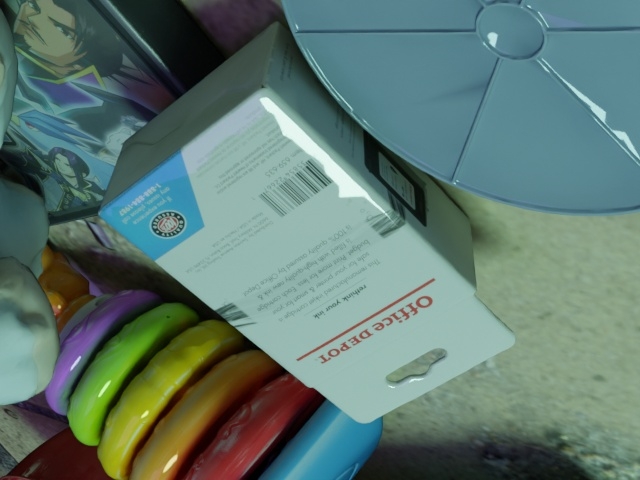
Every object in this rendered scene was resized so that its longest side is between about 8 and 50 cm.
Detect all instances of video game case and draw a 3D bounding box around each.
[{"bbox_3d":[-0.185,-0.117,0.533,0.248,0.035,0.275,-9,132,45],"label":"video game case"}]

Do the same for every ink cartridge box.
[{"bbox_3d":[0.000,0.000,0.487,0.104,0.060,0.180,-33,120,26],"label":"ink cartridge box"}]

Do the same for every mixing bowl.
[{"bbox_3d":[-0.204,0.235,0.985,0.181,0.098,0.181,20,147,13],"label":"mixing bowl"}]

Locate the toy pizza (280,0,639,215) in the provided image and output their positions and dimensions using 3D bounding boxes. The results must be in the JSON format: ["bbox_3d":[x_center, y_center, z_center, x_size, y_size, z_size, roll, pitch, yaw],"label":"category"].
[{"bbox_3d":[0.075,-0.085,0.375,0.201,0.032,0.201,22,148,14],"label":"toy pizza"}]

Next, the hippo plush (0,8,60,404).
[{"bbox_3d":[-0.263,-0.039,0.479,0.234,0.294,0.236,46,139,33],"label":"hippo plush"}]

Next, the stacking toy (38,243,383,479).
[{"bbox_3d":[-0.120,0.093,0.700,0.302,0.166,0.175,38,160,14],"label":"stacking toy"}]
